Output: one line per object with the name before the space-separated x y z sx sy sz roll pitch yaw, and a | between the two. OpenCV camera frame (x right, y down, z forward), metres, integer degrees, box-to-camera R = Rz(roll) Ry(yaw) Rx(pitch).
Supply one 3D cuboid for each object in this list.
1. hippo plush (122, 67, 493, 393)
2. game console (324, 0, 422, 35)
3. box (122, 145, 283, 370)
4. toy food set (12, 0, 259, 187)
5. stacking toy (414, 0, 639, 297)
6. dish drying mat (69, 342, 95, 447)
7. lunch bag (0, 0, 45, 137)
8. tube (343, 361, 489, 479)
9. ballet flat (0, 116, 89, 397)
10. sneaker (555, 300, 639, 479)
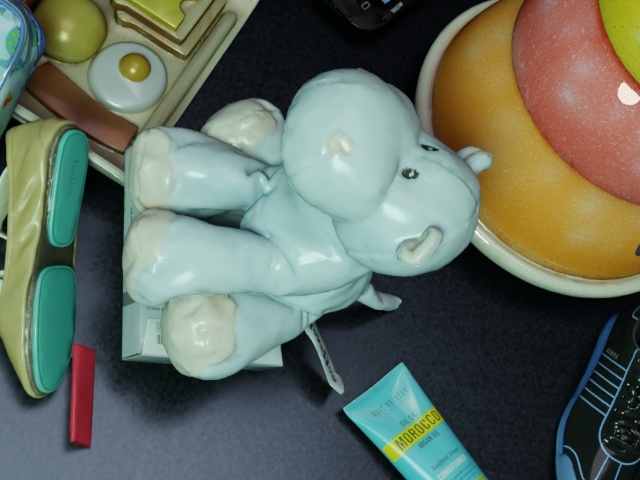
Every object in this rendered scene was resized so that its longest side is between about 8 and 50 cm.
hippo plush | 0.000 0.000 0.828 0.294 0.236 0.234 51 51 -16
game console | 0.151 -0.344 1.163 0.361 0.044 0.213 -41 79 -20
box | -0.102 0.016 0.922 0.145 0.038 0.186 9 72 -38
toy food set | -0.198 -0.220 0.987 0.219 0.092 0.306 32 62 -5
stacking toy | 0.321 -0.176 0.937 0.350 0.480 0.351 7 67 -17
dish drying mat | -0.200 0.130 0.882 0.008 0.032 0.083 -8 68 14
lunch bag | -0.341 -0.127 0.849 0.176 0.090 0.219 26 98 -7
tube | 0.113 0.212 0.955 0.080 0.052 0.207 -31 75 -37
ballet flat | -0.242 0.013 0.883 0.073 0.080 0.232 4 85 17
sneaker | 0.296 0.153 1.016 0.081 0.090 0.232 28 62 -8
